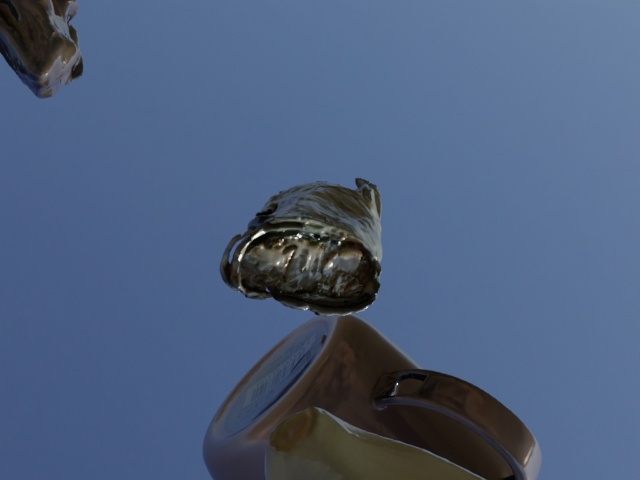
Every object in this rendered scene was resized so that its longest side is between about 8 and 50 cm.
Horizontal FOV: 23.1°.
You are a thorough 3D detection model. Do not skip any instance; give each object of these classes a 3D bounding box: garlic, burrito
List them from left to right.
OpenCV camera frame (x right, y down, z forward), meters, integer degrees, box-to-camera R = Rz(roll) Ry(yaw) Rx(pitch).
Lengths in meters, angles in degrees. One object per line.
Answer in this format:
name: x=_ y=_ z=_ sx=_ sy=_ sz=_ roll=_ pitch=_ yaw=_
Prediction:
burrito: x=0.000 y=0.000 z=0.614 sx=0.055 sy=0.041 sz=0.149 roll=6 pitch=-170 yaw=6
garlic: x=0.014 y=0.086 z=0.507 sx=0.083 sy=0.053 sz=0.041 roll=30 pitch=-156 yaw=-25

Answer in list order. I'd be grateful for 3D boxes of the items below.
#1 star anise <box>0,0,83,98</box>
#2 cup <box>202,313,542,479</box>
star anise: x=-0.178 y=-0.157 z=0.863 sx=0.198 sy=0.110 sz=0.258 roll=0 pitch=-117 yaw=22
cup: x=0.047 y=0.165 z=1.205 sx=0.200 sy=0.253 sz=0.191 roll=46 pitch=-130 yaw=-13
